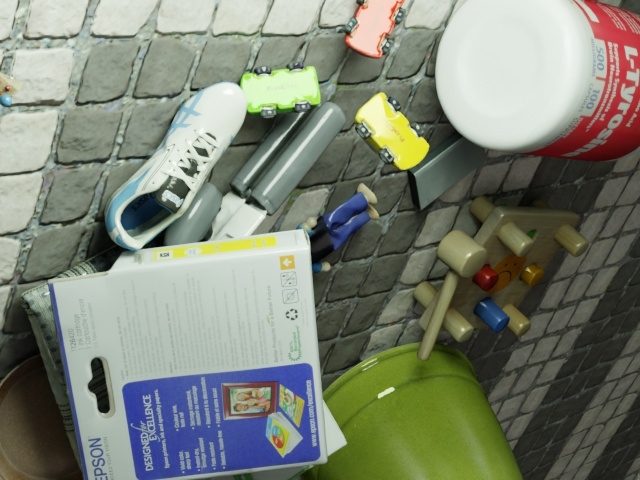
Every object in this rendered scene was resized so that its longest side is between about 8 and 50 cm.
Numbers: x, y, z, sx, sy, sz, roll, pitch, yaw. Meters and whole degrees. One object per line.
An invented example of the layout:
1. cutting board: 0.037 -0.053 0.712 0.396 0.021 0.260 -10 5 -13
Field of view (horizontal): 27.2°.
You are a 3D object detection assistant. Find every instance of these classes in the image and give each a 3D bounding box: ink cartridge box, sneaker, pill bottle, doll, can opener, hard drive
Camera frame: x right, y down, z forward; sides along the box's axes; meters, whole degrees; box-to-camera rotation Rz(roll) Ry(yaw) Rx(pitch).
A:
1. ink cartridge box: -0.089 0.298 1.831 0.154 0.093 0.212 -29 177 -35
2. sneaker: -0.163 -0.084 1.554 0.085 0.086 0.237 34 100 -38
3. pill bottle: 0.365 -0.230 1.885 0.407 0.229 0.229 0 127 -50
4. doll: 0.000 0.000 1.891 0.189 0.046 0.129 -35 146 -18
5. ink cartridge box: -0.154 0.151 1.614 0.307 0.072 0.304 -5 115 -2
6. can opener: -0.084 -0.078 1.638 0.283 0.076 0.095 -52 143 -11
7. hard drive: 0.193 -0.116 2.009 0.135 0.022 0.094 -38 148 -14

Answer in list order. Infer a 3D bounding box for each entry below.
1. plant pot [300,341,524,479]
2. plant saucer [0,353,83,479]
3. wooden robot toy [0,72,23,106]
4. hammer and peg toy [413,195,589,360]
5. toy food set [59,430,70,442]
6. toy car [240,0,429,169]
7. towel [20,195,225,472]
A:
1. plant pot: 0.191 0.425 2.233 0.366 0.353 0.366 -16 133 -19
2. plant saucer: -0.339 0.236 1.695 0.198 0.036 0.199 -2 94 -30
3. wooden robot toy: -0.379 -0.136 1.292 0.173 0.076 0.079 -36 112 -16
4. hammer and peg toy: 0.265 0.052 2.189 0.361 0.127 0.266 -1 129 -49
5. toy food set: -0.362 0.414 1.808 0.219 0.092 0.306 35 98 -31
6. toy car: 0.009 -0.192 1.623 0.225 0.239 0.053 -8 176 -12
7. towel: -0.202 0.141 1.703 0.312 0.056 0.324 -29 116 -28
